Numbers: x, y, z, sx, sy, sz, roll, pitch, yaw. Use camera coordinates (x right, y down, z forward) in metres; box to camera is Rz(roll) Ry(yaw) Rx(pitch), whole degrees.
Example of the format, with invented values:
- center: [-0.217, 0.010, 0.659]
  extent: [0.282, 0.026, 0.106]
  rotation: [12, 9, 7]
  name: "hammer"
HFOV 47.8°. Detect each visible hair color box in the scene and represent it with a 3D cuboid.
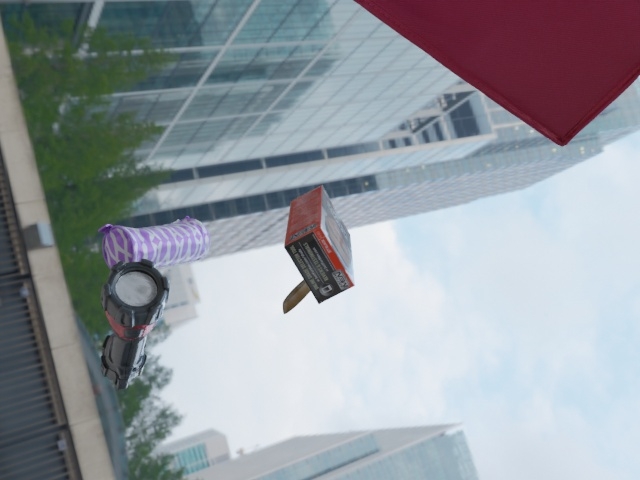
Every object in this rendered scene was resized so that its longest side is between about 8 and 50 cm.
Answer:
- center: [0.000, 0.000, 0.743]
  extent: [0.072, 0.043, 0.141]
  rotation: [60, 11, -18]
  name: "hair color box"

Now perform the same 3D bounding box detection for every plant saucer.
- center: [-0.037, 0.087, 1.194]
  extent: [0.015, 0.083, 0.083]
  rotation: [45, -32, -6]
  name: "plant saucer"

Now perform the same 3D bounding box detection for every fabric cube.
- center: [0.209, -0.297, 0.629]
  extent: [0.254, 0.258, 0.259]
  rotation: [34, -46, -8]
  name: "fabric cube"

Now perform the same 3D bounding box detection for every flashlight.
- center: [-0.318, 0.141, 1.197]
  extent: [0.103, 0.103, 0.304]
  rotation: [43, -33, 7]
  name: "flashlight"

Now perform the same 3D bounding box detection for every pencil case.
- center: [-0.281, 0.004, 1.256]
  extent: [0.086, 0.206, 0.088]
  rotation: [-27, -98, 29]
  name: "pencil case"
